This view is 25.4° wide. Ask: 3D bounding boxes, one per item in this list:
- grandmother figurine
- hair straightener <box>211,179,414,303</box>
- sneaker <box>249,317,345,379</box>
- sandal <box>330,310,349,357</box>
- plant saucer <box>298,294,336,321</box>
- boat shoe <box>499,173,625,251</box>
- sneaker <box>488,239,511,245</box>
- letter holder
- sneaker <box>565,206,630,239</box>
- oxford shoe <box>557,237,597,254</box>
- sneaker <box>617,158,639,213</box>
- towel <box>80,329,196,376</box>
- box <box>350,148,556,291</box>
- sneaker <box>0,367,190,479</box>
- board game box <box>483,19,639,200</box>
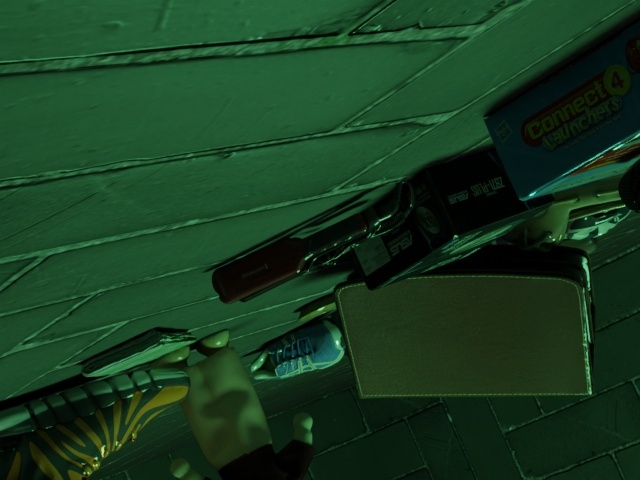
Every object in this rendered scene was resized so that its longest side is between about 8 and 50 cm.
[{"bbox_3d":[-0.101,0.298,1.957,0.208,0.342,0.104,-22,171,-7],"label":"grandmother figurine"},{"bbox_3d":[0.000,0.000,1.471,0.230,0.047,0.089,-31,170,16],"label":"hair straightener"},{"bbox_3d":[-0.036,0.190,2.346,0.081,0.080,0.211,-19,169,-42],"label":"sneaker"},{"bbox_3d":[0.135,0.155,2.298,0.254,0.097,0.054,3,-175,25],"label":"sandal"},{"bbox_3d":[0.002,0.097,2.106,0.083,0.015,0.083,-23,172,-3],"label":"plant saucer"},{"bbox_3d":[0.265,-0.037,1.720,0.302,0.098,0.109,-22,171,-10],"label":"boat shoe"},{"bbox_3d":[0.186,0.039,1.975,0.282,0.102,0.161,-23,168,-6],"label":"sneaker"},{"bbox_3d":[0.185,0.072,1.781,0.302,0.152,0.214,-3,132,15],"label":"letter holder"},{"bbox_3d":[0.369,-0.059,1.870,0.235,0.094,0.153,-5,171,-34],"label":"sneaker"},{"bbox_3d":[0.336,0.084,2.505,0.364,0.133,0.130,-24,171,3],"label":"oxford shoe"},{"bbox_3d":[0.348,-0.080,1.302,0.161,0.057,0.075,-27,-173,15],"label":"sneaker"},{"bbox_3d":[-0.225,0.138,1.760,0.113,0.023,0.152,-23,174,9],"label":"towel"},{"bbox_3d":[0.136,-0.024,1.531,0.147,0.077,0.180,-18,169,-35],"label":"box"},{"bbox_3d":[-0.297,0.277,1.814,0.321,0.180,0.124,-16,176,-28],"label":"sneaker"},{"bbox_3d":[0.358,-0.157,1.297,0.308,0.086,0.302,-15,168,-46],"label":"board game box"}]
